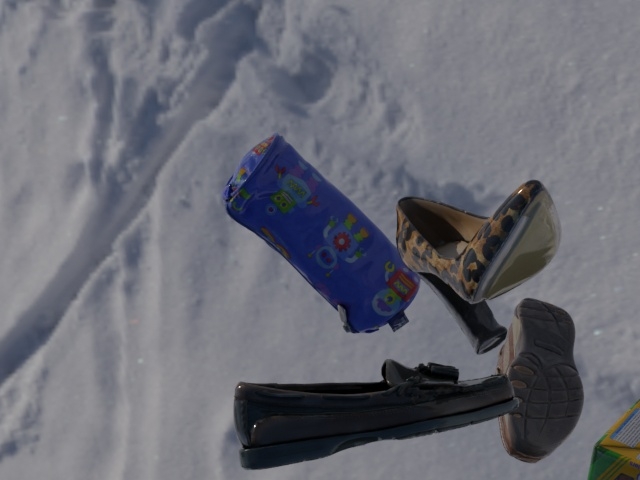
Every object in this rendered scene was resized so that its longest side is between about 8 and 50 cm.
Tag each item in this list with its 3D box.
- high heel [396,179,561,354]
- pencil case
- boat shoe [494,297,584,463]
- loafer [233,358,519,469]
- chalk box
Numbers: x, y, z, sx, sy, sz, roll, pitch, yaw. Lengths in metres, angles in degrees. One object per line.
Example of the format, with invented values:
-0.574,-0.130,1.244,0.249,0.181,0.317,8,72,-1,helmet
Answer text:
0.134,-0.024,1.161,0.186,0.093,0.261,58,157,26,high heel
0.000,0.000,1.644,0.306,0.133,0.119,45,161,-10,pencil case
0.310,0.219,1.783,0.123,0.324,0.116,25,125,1,boat shoe
0.051,0.147,1.127,0.096,0.268,0.084,134,125,-79,loafer
0.368,0.311,1.351,0.132,0.132,0.213,21,118,29,chalk box
